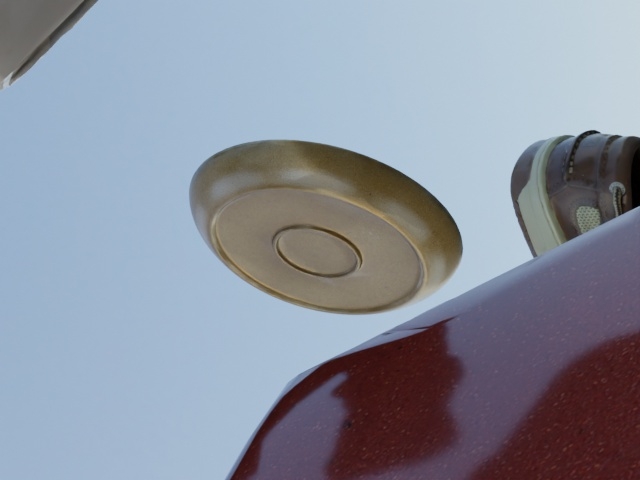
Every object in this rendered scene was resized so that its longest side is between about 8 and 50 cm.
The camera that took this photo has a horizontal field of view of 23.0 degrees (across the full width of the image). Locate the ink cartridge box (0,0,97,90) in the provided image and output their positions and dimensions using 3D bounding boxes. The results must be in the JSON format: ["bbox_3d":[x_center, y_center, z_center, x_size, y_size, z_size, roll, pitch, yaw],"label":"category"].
[{"bbox_3d":[-0.239,-0.219,0.438,0.166,0.395,0.285,-57,-35,-36],"label":"ink cartridge box"}]

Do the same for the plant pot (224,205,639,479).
[{"bbox_3d":[0.102,0.141,0.446,0.267,0.267,0.235,49,-156,-30],"label":"plant pot"}]

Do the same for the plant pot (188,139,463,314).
[{"bbox_3d":[0.000,0.000,1.312,0.236,0.236,0.032,58,-141,-47],"label":"plant pot"}]

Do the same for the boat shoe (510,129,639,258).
[{"bbox_3d":[0.207,0.050,0.947,0.257,0.095,0.095,58,-133,-20],"label":"boat shoe"}]
